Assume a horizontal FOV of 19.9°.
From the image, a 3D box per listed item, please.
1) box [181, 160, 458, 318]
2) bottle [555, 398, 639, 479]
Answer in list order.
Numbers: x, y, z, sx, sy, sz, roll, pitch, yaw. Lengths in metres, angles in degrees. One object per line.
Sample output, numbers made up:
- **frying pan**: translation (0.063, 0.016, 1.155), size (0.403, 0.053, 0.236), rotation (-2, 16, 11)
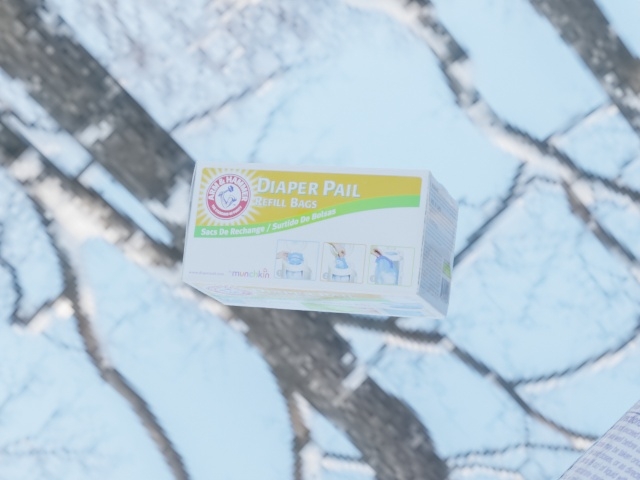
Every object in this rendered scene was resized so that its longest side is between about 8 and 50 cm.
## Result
- **box**: translation (0.000, 0.000, 1.506), size (0.203, 0.114, 0.103), rotation (3, -102, 17)
- **bottle**: translation (0.160, 0.066, 0.552), size (0.283, 0.092, 0.118), rotation (-43, -145, -10)
